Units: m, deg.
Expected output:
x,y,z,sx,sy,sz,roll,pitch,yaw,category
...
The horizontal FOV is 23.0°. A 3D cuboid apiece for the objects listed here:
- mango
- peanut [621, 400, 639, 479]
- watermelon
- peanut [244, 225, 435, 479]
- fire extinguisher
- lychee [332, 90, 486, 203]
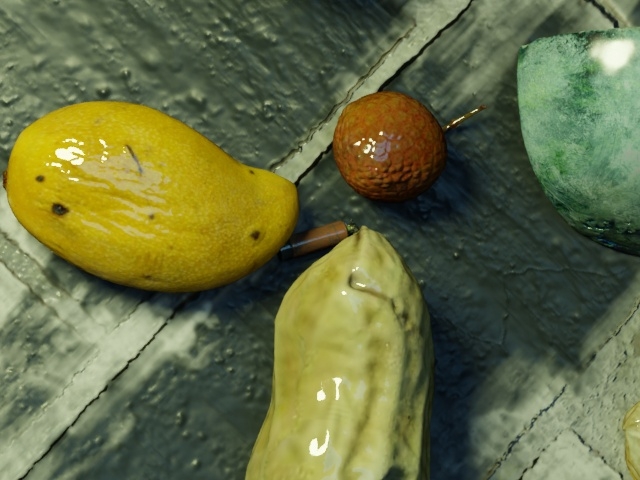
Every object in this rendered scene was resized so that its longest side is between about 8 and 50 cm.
x,y,z,sx,sy,sz,roll,pitch,yaw,category
-0.146,-0.036,1.371,0.262,0.109,0.157,12,84,-7,mango
0.353,0.235,1.447,0.087,0.087,0.206,-38,91,-13,peanut
0.343,-0.087,1.440,0.322,0.175,0.188,2,82,-10,watermelon
0.019,0.162,1.357,0.174,0.158,0.340,21,72,-47,peanut
0.000,0.000,1.442,0.083,0.022,0.028,-16,125,-13,fire extinguisher
0.071,-0.083,1.431,0.114,0.140,0.101,2,86,28,lychee
